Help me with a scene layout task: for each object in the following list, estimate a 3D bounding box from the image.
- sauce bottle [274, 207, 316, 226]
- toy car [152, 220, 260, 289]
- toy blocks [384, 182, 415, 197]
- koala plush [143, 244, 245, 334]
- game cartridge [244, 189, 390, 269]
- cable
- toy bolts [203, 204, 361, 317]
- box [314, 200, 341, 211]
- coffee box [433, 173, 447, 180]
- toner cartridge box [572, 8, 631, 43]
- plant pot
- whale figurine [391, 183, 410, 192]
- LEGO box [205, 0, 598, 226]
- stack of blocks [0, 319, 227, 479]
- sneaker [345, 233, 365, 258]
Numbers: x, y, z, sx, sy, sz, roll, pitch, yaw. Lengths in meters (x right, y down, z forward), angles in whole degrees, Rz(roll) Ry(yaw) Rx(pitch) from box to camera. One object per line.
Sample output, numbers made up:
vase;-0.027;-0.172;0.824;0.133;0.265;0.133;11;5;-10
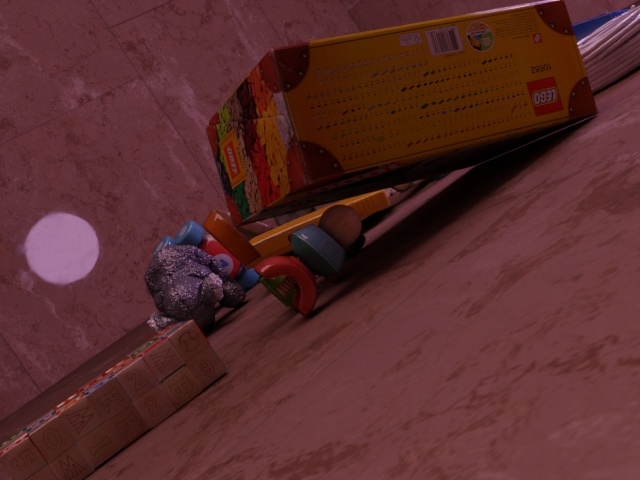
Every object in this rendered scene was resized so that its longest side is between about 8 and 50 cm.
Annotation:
sauce bottle;-0.040;-0.064;2.219;0.111;0.111;0.344;-33;-9;7
toy car;-0.298;0.120;2.028;0.210;0.219;0.238;-28;36;44
toy blocks;0.180;-0.272;2.108;0.288;0.260;0.309;-35;5;-23
koala plush;-0.276;0.120;1.744;0.196;0.203;0.221;-34;17;1
game cartridge;-0.008;-0.034;1.827;0.324;0.052;0.285;-22;4;4
cable;0.541;-0.351;1.575;0.257;0.089;0.257;-32;6;24
toy bolts;-0.037;-0.006;1.234;0.158;0.218;0.228;-47;14;-7
box;0.050;-0.089;2.070;0.087;0.102;0.101;-33;6;28
coffee box;0.288;-0.220;1.782;0.184;0.113;0.040;-36;2;-13
toner cartridge box;0.538;-0.439;1.934;0.348;0.075;0.165;-11;9;42
plant pot;-0.176;0.013;2.171;0.237;0.237;0.110;171;119;-78
whale figurine;0.209;-0.189;1.877;0.216;0.141;0.272;19;54;26
LEGO box;0.112;-0.196;1.351;0.500;0.193;0.372;-15;-2;-22
stack of blocks;-0.288;0.231;1.162;0.297;0.087;0.171;-35;5;-21
sneaker;0.024;0.023;1.497;0.135;0.052;0.058;-23;-2;22
